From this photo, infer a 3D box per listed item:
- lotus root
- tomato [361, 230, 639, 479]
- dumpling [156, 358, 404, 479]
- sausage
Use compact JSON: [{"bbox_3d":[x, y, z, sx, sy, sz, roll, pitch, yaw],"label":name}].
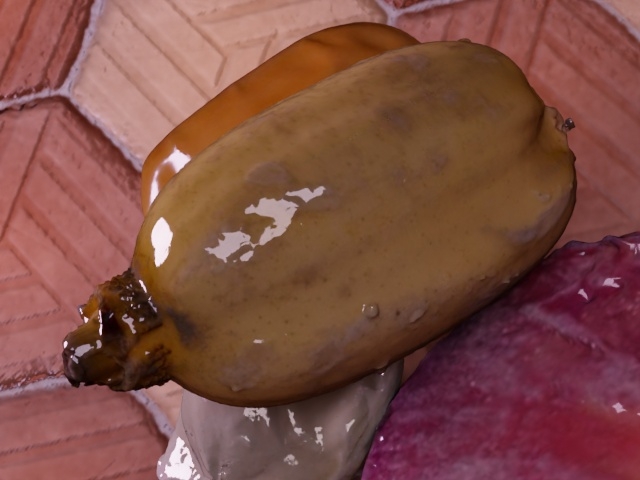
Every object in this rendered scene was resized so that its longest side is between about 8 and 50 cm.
[{"bbox_3d":[0.000,0.000,0.895,0.342,0.151,0.169,-28,104,-15],"label":"lotus root"},{"bbox_3d":[0.195,0.149,0.907,0.289,0.176,0.335,20,68,38],"label":"tomato"},{"bbox_3d":[-0.019,0.108,0.979,0.199,0.118,0.136,-43,57,5],"label":"dumpling"},{"bbox_3d":[-0.012,-0.059,1.040,0.241,0.120,0.136,-39,65,-8],"label":"sausage"}]
